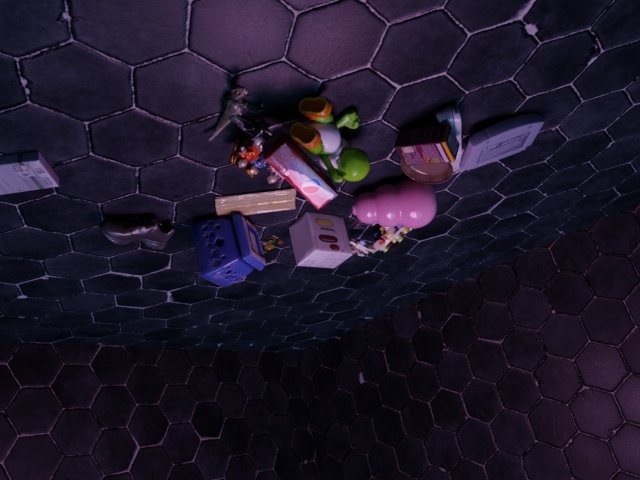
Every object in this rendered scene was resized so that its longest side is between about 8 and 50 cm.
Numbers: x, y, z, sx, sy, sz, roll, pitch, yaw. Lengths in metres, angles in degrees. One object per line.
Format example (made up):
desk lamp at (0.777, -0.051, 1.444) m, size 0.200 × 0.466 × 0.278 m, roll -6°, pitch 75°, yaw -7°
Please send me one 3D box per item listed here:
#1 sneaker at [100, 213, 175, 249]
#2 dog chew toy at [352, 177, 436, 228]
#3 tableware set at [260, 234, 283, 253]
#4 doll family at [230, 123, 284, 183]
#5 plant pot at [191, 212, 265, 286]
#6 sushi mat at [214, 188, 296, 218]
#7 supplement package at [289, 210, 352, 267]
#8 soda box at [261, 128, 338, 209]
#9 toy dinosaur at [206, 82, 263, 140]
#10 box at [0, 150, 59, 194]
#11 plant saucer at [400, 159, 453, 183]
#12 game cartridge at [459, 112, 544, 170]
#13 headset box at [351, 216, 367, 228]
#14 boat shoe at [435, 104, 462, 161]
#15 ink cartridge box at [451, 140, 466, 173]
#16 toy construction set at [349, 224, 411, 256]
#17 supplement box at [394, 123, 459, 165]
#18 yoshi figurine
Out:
sneaker at (-0.678, -0.051, 1.900) m, size 0.130 × 0.109 × 0.286 m, roll -40°, pitch 152°, yaw 28°
dog chew toy at (0.295, -0.144, 2.056) m, size 0.332 × 0.206 × 0.206 m, roll -5°, pitch 155°, yaw 2°
tableware set at (-0.242, 0.026, 2.342) m, size 0.154 × 0.024 × 0.104 m, roll -26°, pitch 152°, yaw 25°
doll family at (-0.196, -0.277, 1.637) m, size 0.163 × 0.118 × 0.263 m, roll -41°, pitch 152°, yaw 15°
plant pot at (-0.359, 0.033, 2.040) m, size 0.212 × 0.236 × 0.236 m, roll -19°, pitch 160°, yaw 7°
sushi mat at (-0.250, -0.145, 1.979) m, size 0.317 × 0.019 × 0.151 m, roll -8°, pitch 156°, yaw -10°
supplement package at (0.000, 0.000, 2.200) m, size 0.203 × 0.194 × 0.149 m, roll 6°, pitch 148°, yaw -36°
soda box at (-0.061, -0.213, 1.545) m, size 0.083 × 0.092 × 0.263 m, roll -36°, pitch 128°, yaw 17°
toy dinosaur at (-0.239, -0.366, 1.476) m, size 0.118 × 0.064 × 0.268 m, roll 8°, pitch 151°, yaw -26°
box at (-0.911, -0.200, 1.521) m, size 0.186 × 0.038 × 0.145 m, roll -11°, pitch 155°, yaw -7°
plant saucer at (0.402, -0.286, 1.903) m, size 0.199 × 0.036 × 0.198 m, roll 16°, pitch 153°, yaw 8°
game cartridge at (0.666, -0.367, 1.871) m, size 0.294 × 0.060 × 0.196 m, roll -20°, pitch 160°, yaw -8°
headset box at (0.186, -0.084, 2.306) m, size 0.062 × 0.032 × 0.083 m, roll -3°, pitch 152°, yaw -23°
boat shoe at (0.443, -0.362, 1.774) m, size 0.088 × 0.096 × 0.267 m, roll -12°, pitch 154°, yaw 9°
ink cartridge box at (0.511, -0.310, 1.986) m, size 0.145 × 0.045 × 0.179 m, roll -20°, pitch 161°, yaw 14°
toy construction set at (0.288, -0.019, 2.312) m, size 0.328 × 0.151 × 0.215 m, roll -31°, pitch -175°, yaw 32°
supplement box at (0.361, -0.322, 1.720) m, size 0.188 × 0.080 × 0.104 m, roll 2°, pitch 149°, yaw 37°
yoshi figurine at (0.057, -0.296, 1.614) m, size 0.204 × 0.203 × 0.362 m, roll -27°, pitch 156°, yaw 13°
